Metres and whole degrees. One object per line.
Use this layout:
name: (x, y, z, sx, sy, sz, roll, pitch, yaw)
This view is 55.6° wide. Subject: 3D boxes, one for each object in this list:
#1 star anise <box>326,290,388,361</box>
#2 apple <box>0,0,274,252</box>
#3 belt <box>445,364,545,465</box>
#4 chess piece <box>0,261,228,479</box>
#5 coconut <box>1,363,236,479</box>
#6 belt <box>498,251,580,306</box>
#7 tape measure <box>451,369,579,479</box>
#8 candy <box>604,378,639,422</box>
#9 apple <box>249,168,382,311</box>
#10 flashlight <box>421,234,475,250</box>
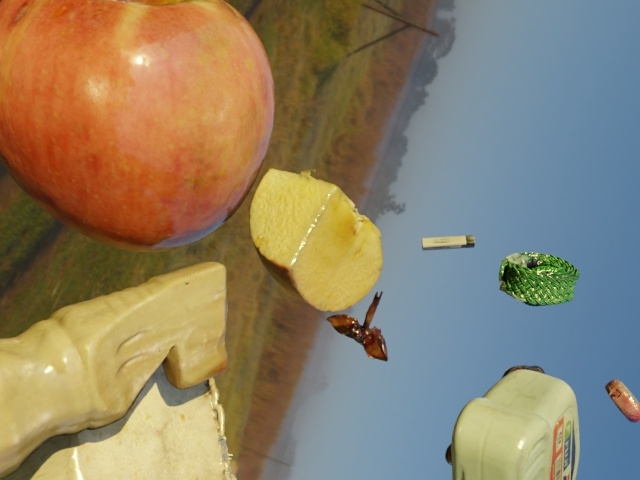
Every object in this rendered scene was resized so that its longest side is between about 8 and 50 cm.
star anise: (0.110, 0.176, 1.356, 0.144, 0.158, 0.140, -62, -170, 1)
apple: (-0.237, -0.163, 0.789, 0.364, 0.363, 0.364, -158, -90, -90)
belt: (0.457, 0.461, 1.550, 0.360, 0.126, 0.094, -49, 179, -23)
chess piece: (-0.208, 0.110, 0.564, 0.300, 0.137, 0.137, -22, 147, -39)
coconut: (-0.284, 0.296, 0.780, 0.360, 0.346, 0.346, -36, -160, 35)
belt: (0.401, 0.078, 1.130, 0.121, 0.151, 0.079, -136, -130, -57)
tape measure: (0.265, 0.321, 0.846, 0.246, 0.125, 0.243, -21, 114, -46)
candy: (0.701, 0.368, 1.397, 0.043, 0.103, 0.103, -42, -172, 16)
apple: (0.000, 0.000, 1.364, 0.309, 0.252, 0.314, 50, 19, -53)
flashlight: (0.205, 0.004, 0.974, 0.018, 0.083, 0.018, 77, 11, -58)
